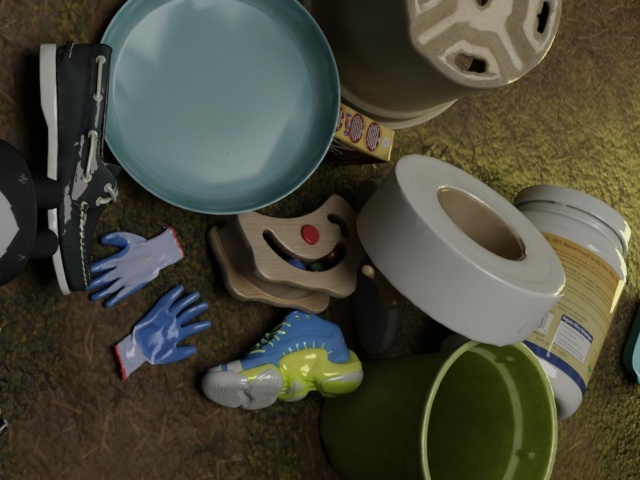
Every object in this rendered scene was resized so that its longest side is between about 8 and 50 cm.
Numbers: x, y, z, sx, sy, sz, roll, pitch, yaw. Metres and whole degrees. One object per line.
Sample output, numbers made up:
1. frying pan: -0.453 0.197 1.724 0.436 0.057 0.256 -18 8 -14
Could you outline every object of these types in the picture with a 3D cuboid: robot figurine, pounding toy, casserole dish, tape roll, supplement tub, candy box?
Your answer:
1. robot figurine: -0.416 -0.029 1.509 0.278 0.173 0.209 -1 66 -43
2. pounding toy: 0.000 0.000 1.883 0.270 0.155 0.154 13 60 -34
3. casserole dish: 0.595 0.179 2.521 0.114 0.037 0.188 40 64 -35
4. tape roll: 0.191 0.011 1.899 0.286 0.286 0.100 15 122 -41
5. supplement tub: 0.336 0.095 2.157 0.228 0.228 0.316 42 63 -34
6. candy box: 0.000 -0.157 1.935 0.187 0.109 0.053 21 75 -40

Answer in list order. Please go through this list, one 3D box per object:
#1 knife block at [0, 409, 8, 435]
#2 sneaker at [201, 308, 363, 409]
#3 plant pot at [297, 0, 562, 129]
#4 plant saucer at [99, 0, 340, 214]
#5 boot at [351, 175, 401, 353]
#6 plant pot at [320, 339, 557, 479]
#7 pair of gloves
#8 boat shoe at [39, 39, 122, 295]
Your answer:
1. knife block: -0.472 0.256 1.513 0.242 0.088 0.275 22 74 -39
2. sneaker: -0.061 0.157 1.909 0.240 0.091 0.126 2 57 -32
3. plant pot: 0.150 -0.308 1.856 0.334 0.305 0.333 -2 96 -22
4. plant saucer: -0.132 -0.188 1.785 0.318 0.044 0.317 1 85 -14
5. boot: 0.119 0.036 2.048 0.123 0.095 0.258 3 86 -35
6. plant pot: 0.146 0.264 1.965 0.276 0.254 0.276 2 87 -43
7. pair of gloves: -0.221 0.073 1.790 0.159 0.023 0.198 -31 111 -38
8. boat shoe: -0.281 -0.087 1.662 0.091 0.114 0.302 -3 94 -8
